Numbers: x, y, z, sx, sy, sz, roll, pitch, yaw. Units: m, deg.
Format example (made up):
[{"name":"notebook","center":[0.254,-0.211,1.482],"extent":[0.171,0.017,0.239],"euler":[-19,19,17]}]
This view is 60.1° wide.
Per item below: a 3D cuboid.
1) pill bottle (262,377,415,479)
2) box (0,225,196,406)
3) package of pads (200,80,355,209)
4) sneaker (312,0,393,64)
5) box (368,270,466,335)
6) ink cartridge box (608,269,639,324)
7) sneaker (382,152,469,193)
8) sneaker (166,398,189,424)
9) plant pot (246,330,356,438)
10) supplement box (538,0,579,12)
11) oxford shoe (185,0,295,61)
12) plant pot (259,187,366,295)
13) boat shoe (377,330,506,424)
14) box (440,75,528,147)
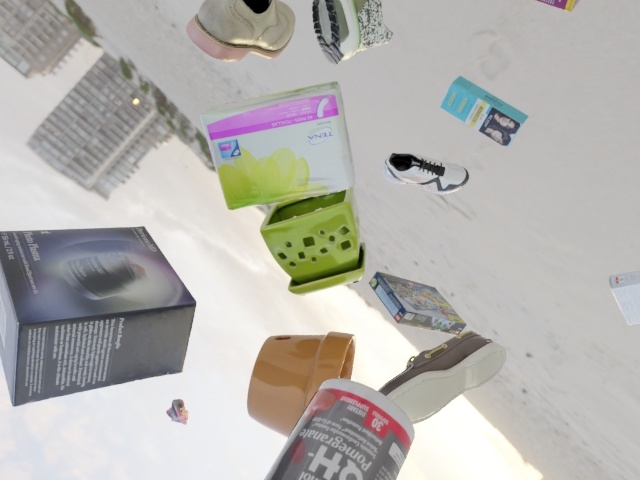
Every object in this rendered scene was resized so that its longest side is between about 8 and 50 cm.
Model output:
[{"name":"pill bottle","center":[0.002,0.379,0.812],"extent":[0.176,0.318,0.176],"euler":[22,142,18]},{"name":"box","center":[-0.432,0.115,1.032],"extent":[0.294,0.182,0.296],"euler":[-3,-148,-38]},{"name":"package of pads","center":[-0.083,-0.196,1.190],"extent":[0.101,0.297,0.229],"euler":[-95,-7,-64]},{"name":"sneaker","center":[0.070,-0.598,1.194],"extent":[0.158,0.182,0.410],"euler":[-151,51,-63]},{"name":"box","center":[0.254,0.166,1.443],"extent":[0.233,0.044,0.159],"euler":[17,-155,-36]},{"name":"ink cartridge box","center":[0.728,0.111,1.174],"extent":[0.145,0.179,0.045],"euler":[48,-142,-33]},{"name":"sneaker","center":[0.131,-0.085,0.690],"extent":[0.109,0.040,0.044],"euler":[7,165,8]},{"name":"sneaker","center":[-0.396,0.467,1.506],"extent":[0.119,0.057,0.047],"euler":[89,-172,-48]},{"name":"plant pot","center":[-0.045,0.343,1.306],"extent":[0.203,0.290,0.291],"euler":[11,179,10]},{"name":"supplement box","center":[0.225,-0.269,0.544],"extent":[0.083,0.055,0.043],"euler":[30,157,21]},{"name":"oxford shoe","center":[-0.129,-0.492,1.207],"extent":[0.140,0.146,0.397],"euler":[42,-148,-4]},{"name":"plant pot","center":[0.000,0.000,1.375],"extent":[0.228,0.227,0.207],"euler":[-75,-32,-71]},{"name":"boat shoe","center":[0.236,0.278,1.148],"extent":[0.097,0.324,0.116],"euler":[37,139,51]},{"name":"box","center":[0.495,-0.391,1.684],"extent":[0.244,0.060,0.100],"euler":[36,142,13]}]
